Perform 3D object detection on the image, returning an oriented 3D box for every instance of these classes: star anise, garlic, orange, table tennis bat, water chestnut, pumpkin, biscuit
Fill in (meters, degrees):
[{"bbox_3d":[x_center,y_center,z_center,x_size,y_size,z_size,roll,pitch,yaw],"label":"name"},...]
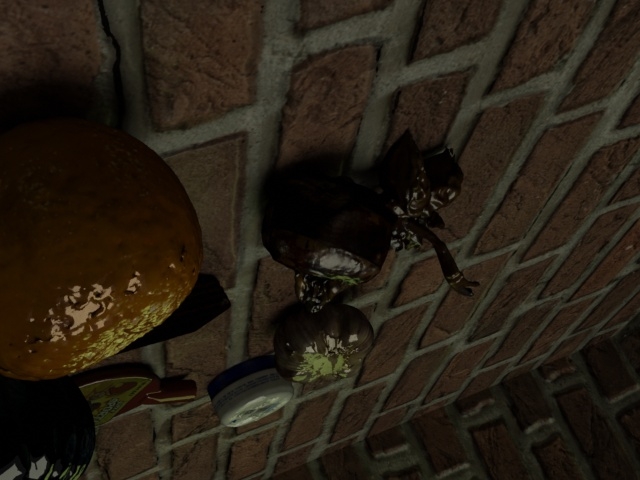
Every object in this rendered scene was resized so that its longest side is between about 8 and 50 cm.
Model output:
[{"bbox_3d":[0.191,-0.038,1.796,0.237,0.346,0.148,-35,-161,-22],"label":"star anise"},{"bbox_3d":[0.004,0.224,2.287,0.244,0.161,0.245,-8,140,-7],"label":"garlic"},{"bbox_3d":[-0.322,0.004,1.241,0.340,0.293,0.340,-34,172,-6],"label":"orange"},{"bbox_3d":[-0.453,0.347,2.201,0.414,0.051,0.268,2,145,-45],"label":"table tennis bat"},{"bbox_3d":[0.000,0.000,1.670,0.223,0.223,0.238,18,90,-60],"label":"water chestnut"},{"bbox_3d":[-0.591,0.375,1.821,0.363,0.266,0.363,-27,160,-10],"label":"pumpkin"},{"bbox_3d":[-0.292,0.136,1.744,0.107,0.073,0.388,-34,170,20],"label":"biscuit"}]

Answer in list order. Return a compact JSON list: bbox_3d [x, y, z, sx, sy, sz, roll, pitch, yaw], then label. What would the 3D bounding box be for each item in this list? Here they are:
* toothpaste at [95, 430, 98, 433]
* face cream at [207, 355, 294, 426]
[{"bbox_3d":[-0.631,0.519,2.404,0.218,0.041,0.064,-35,168,14],"label":"toothpaste"},{"bbox_3d":[-0.172,0.384,2.501,0.205,0.111,0.206,-20,158,-9],"label":"face cream"}]
